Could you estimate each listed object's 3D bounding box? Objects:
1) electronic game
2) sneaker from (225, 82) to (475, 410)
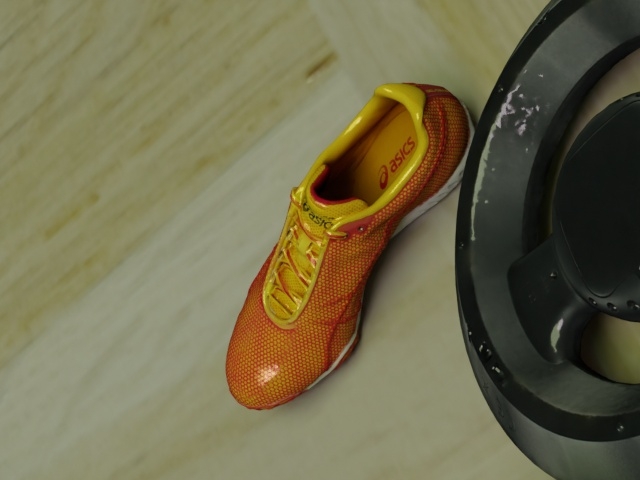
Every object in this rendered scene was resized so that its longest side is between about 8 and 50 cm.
[{"bbox_3d":[0.129,-0.013,0.670,0.229,0.048,0.229,-21,64,51],"label":"electronic game"},{"bbox_3d":[0.000,0.000,0.778,0.064,0.067,0.175,39,107,32],"label":"sneaker"}]
